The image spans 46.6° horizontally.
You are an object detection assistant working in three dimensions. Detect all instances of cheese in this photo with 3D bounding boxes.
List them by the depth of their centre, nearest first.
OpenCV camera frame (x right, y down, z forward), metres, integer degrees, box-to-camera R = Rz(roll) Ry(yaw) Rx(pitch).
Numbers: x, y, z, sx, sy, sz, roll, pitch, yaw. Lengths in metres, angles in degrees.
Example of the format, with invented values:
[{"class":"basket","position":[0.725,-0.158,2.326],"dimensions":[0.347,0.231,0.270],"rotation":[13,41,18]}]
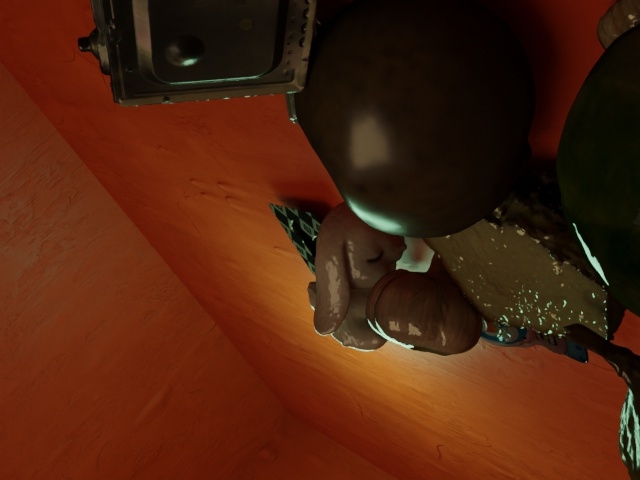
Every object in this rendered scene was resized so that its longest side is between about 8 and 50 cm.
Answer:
[{"class":"cheese","position":[0.348,0.145,1.346],"dimensions":[0.286,0.074,0.189],"rotation":[22,152,40]}]

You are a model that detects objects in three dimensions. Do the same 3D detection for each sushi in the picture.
[{"class":"sushi","position":[0.000,0.000,1.716],"dimensions":[0.220,0.047,0.231],"rotation":[17,144,57]}]

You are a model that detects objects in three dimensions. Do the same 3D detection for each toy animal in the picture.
[{"class":"toy animal","position":[0.067,0.048,1.450],"dimensions":[0.206,0.271,0.264],"rotation":[12,136,19]}]

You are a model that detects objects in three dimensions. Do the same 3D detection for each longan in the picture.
[{"class":"longan","position":[0.116,-0.151,0.923],"dimensions":[0.288,0.288,0.350],"rotation":[28,155,32]}]

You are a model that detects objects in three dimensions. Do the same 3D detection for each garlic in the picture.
[{"class":"garlic","position":[0.194,0.091,1.304],"dimensions":[0.219,0.212,0.218],"rotation":[17,174,2]}]

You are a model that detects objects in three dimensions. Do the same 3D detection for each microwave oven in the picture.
[{"class":"microwave oven","position":[-0.143,-0.382,0.741],"dimensions":[0.394,0.247,0.332],"rotation":[102,159,-55]}]

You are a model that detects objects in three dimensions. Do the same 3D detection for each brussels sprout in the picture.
[{"class":"brussels sprout","position":[0.379,-0.033,0.681],"dimensions":[0.289,0.281,0.354],"rotation":[20,159,46]}]

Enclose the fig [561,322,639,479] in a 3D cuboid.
[{"class":"fig","position":[0.458,0.220,0.950],"dimensions":[0.369,0.286,0.286],"rotation":[28,160,-6]}]

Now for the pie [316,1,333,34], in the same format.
[{"class":"pie","position":[-0.010,-0.286,1.125],"dimensions":[0.205,0.084,0.179],"rotation":[41,173,-8]}]

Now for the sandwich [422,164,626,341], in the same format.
[{"class":"sandwich","position":[0.314,0.017,1.086],"dimensions":[0.262,0.131,0.325],"rotation":[51,160,-19]}]

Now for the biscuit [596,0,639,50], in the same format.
[{"class":"biscuit","position":[0.324,-0.239,0.678],"dimensions":[0.061,0.055,0.219],"rotation":[52,160,6]}]

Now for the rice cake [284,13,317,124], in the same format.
[{"class":"rice cake","position":[-0.025,-0.302,1.005],"dimensions":[0.051,0.081,0.290],"rotation":[-85,-13,-77]}]
